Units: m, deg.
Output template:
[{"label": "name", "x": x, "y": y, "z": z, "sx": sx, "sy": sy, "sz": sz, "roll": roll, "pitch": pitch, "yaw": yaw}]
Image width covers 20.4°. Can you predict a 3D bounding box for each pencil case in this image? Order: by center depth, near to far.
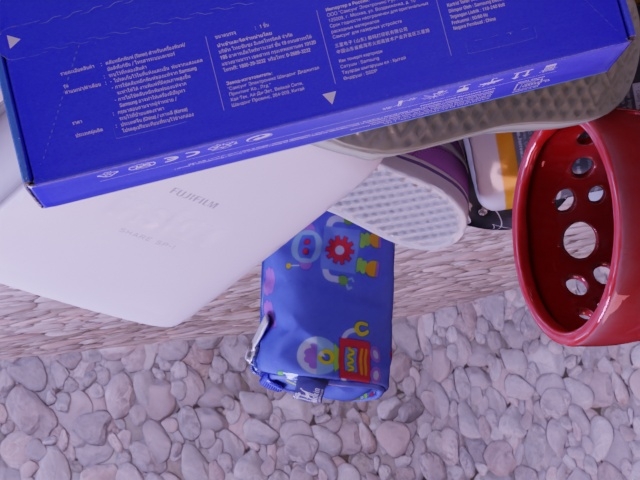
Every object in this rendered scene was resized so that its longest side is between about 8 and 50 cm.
[{"label": "pencil case", "x": 0.000, "y": 0.000, "z": 1.620, "sx": 0.133, "sy": 0.306, "sz": 0.119, "roll": 4, "pitch": 169, "yaw": -16}]

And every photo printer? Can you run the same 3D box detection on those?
[{"label": "photo printer", "x": -0.112, "y": -0.066, "z": 1.349, "sx": 0.256, "sy": 0.107, "sz": 0.307, "roll": 21, "pitch": 133, "yaw": -42}]

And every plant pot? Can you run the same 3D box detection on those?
[{"label": "plant pot", "x": 0.267, "y": -0.010, "z": 1.428, "sx": 0.174, "sy": 0.191, "sz": 0.191, "roll": 1, "pitch": 168, "yaw": -21}]

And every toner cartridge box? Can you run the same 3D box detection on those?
[{"label": "toner cartridge box", "x": -0.013, "y": -0.141, "z": 1.017, "sx": 0.348, "sy": 0.165, "sz": 0.075, "roll": -13, "pitch": 171, "yaw": -4}]

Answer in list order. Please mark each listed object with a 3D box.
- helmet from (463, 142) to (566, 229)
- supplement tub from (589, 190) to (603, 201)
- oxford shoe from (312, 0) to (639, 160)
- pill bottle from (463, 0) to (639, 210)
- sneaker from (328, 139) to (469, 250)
[{"label": "helmet", "x": 0.174, "y": -0.086, "z": 1.733, "sx": 0.169, "sy": 0.169, "sz": 0.161, "roll": -5, "pitch": -174, "yaw": -33}, {"label": "supplement tub", "x": 0.396, "y": -0.111, "z": 1.730, "sx": 0.272, "sy": 0.191, "sz": 0.191, "roll": -10, "pitch": 172, "yaw": -5}, {"label": "oxford shoe", "x": 0.050, "y": -0.145, "z": 1.240, "sx": 0.130, "sy": 0.169, "sz": 0.449, "roll": 15, "pitch": -169, "yaw": 42}, {"label": "pill bottle", "x": 0.260, "y": -0.127, "z": 1.556, "sx": 0.278, "sy": 0.162, "sz": 0.162, "roll": -12, "pitch": 172, "yaw": 2}, {"label": "sneaker", "x": 0.005, "y": -0.113, "z": 1.518, "sx": 0.282, "sy": 0.161, "sz": 0.102, "roll": 31, "pitch": 132, "yaw": -23}]
